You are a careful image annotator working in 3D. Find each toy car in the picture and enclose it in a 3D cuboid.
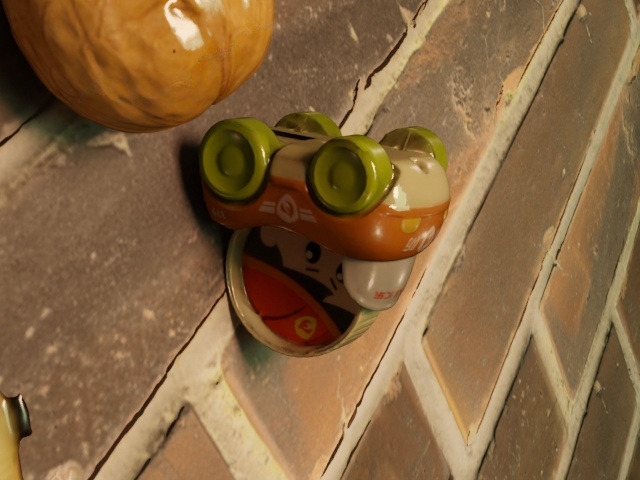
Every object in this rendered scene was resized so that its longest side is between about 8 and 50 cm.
[{"bbox_3d":[0.000,0.000,0.975,0.145,0.235,0.235,-16,99,-57],"label":"toy car"}]

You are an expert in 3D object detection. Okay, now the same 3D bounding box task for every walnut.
[{"bbox_3d":[-0.136,-0.192,0.795,0.195,0.195,0.221,-45,123,-51],"label":"walnut"}]

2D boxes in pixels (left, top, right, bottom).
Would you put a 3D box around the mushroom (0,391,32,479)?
[{"bbox_3d":[-0.270,0.114,0.508,0.212,0.217,0.291,-3,89,-54],"label":"mushroom"}]
